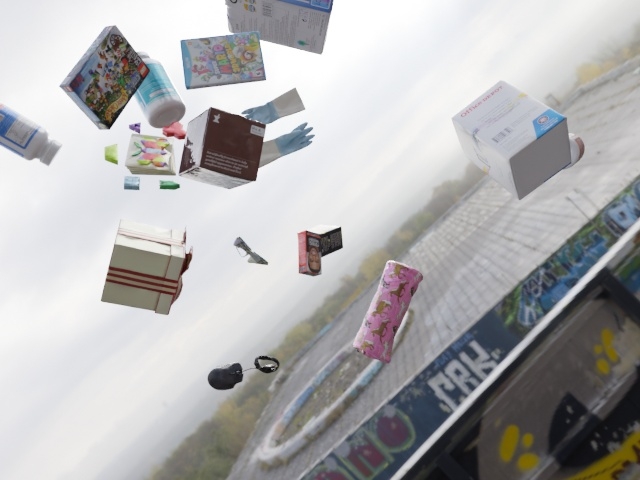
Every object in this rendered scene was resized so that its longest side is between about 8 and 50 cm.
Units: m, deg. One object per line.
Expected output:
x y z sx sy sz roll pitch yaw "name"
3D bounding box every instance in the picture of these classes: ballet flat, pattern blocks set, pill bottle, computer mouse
-0.192 0.038 1.549 0.041 0.114 0.041 -47 -8 -9 "ballet flat"
-0.530 -0.273 1.808 0.286 0.324 0.026 -7 -41 -24 "pattern blocks set"
0.908 -0.333 2.123 0.121 0.121 0.216 -45 -12 33 "pill bottle"
-0.592 -0.538 2.027 0.146 0.264 0.146 -28 -14 -8 "pill bottle"
-0.962 -0.334 1.854 0.124 0.222 0.124 -45 26 28 "pill bottle"
-0.209 0.368 1.614 0.242 0.071 0.041 -7 -14 -43 "computer mouse"

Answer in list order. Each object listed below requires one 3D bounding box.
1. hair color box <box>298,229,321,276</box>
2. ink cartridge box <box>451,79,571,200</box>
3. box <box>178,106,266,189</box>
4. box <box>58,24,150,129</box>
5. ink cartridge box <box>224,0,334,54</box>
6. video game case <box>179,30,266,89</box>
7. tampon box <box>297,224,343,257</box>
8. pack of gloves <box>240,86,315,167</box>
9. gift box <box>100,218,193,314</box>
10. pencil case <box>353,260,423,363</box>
-0.035 0.043 1.889 0.072 0.141 0.043 15 -24 -41 "hair color box"
0.485 -0.259 1.464 0.171 0.232 0.168 -36 -43 0 "ink cartridge box"
-0.277 -0.250 1.597 0.203 0.169 0.166 -3 76 61 "box"
-0.570 -0.435 1.535 0.159 0.044 0.233 56 -132 -48 "box"
-0.158 -0.766 1.845 0.270 0.396 0.151 120 161 -78 "ink cartridge box"
-0.203 -0.376 1.196 0.167 0.119 0.015 -9 -18 -6 "video game case"
0.000 0.000 2.437 0.121 0.101 0.161 6 18 38 "tampon box"
-0.146 -0.372 1.888 0.232 0.195 0.046 -24 5 1 "pack of gloves"
-0.580 0.072 1.956 0.276 0.258 0.255 -110 38 -60 "gift box"
0.261 0.266 2.189 0.167 0.160 0.385 150 143 -80 "pencil case"
